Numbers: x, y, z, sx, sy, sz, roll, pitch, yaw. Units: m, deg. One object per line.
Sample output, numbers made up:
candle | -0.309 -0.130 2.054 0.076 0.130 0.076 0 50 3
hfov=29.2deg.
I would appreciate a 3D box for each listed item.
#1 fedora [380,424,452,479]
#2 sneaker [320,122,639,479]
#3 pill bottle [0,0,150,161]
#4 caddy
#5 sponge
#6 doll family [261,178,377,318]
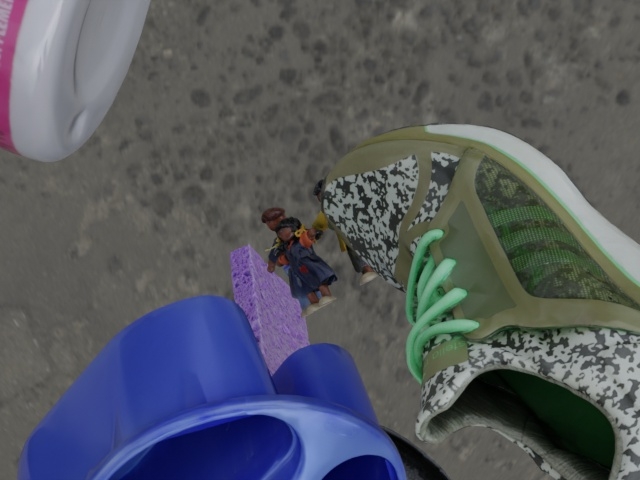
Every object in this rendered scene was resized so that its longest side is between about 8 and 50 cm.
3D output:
fedora | 0.024 0.339 1.303 0.334 0.152 0.333 1 82 -8
sneaker | 0.111 0.051 0.792 0.182 0.158 0.410 -23 39 -32
pill bottle | -0.236 -0.157 0.616 0.283 0.160 0.160 20 68 2
caddy | -0.093 0.208 0.932 0.241 0.341 0.179 25 30 -32
sponge | -0.048 0.111 1.310 0.031 0.117 0.210 -27 42 16
doll family | 0.000 0.000 1.149 0.076 0.193 0.111 -24 84 -52
